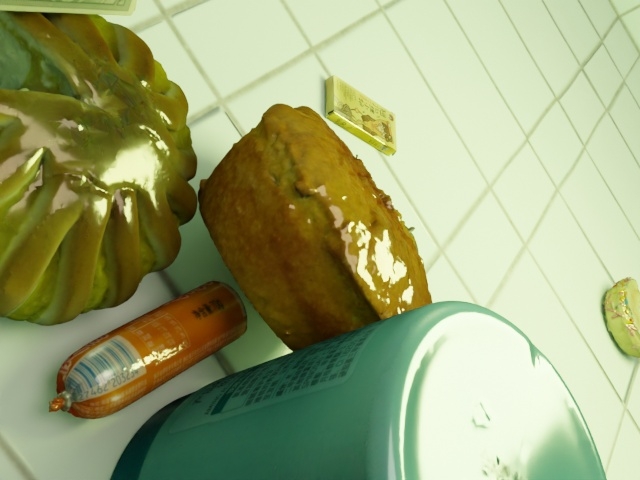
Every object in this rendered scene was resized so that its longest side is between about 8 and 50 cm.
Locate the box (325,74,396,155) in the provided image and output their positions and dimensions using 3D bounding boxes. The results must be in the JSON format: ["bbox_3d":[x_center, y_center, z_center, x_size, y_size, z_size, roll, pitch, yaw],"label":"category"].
[{"bbox_3d":[0.065,-0.188,1.288,0.149,0.020,0.073,25,52,-39],"label":"box"}]

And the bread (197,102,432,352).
[{"bbox_3d":[0.002,0.001,0.927,0.312,0.172,0.312,53,12,-17],"label":"bread"}]

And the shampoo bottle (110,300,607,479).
[{"bbox_3d":[0.036,0.251,0.751,0.331,0.342,0.331,27,50,-38],"label":"shampoo bottle"}]

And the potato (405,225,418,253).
[{"bbox_3d":[0.108,0.022,1.164,0.172,0.089,0.100,53,37,-11],"label":"potato"}]

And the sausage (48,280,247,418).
[{"bbox_3d":[-0.168,0.108,0.819,0.234,0.071,0.071,-27,91,-52],"label":"sausage"}]

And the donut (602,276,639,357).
[{"bbox_3d":[0.607,0.157,1.676,0.108,0.065,0.166,2,69,-48],"label":"donut"}]

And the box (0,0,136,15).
[{"bbox_3d":[-0.305,-0.296,0.783,0.256,0.069,0.164,38,31,25],"label":"box"}]

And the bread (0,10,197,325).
[{"bbox_3d":[-0.238,-0.081,0.773,0.333,0.160,0.333,26,52,-39],"label":"bread"}]
